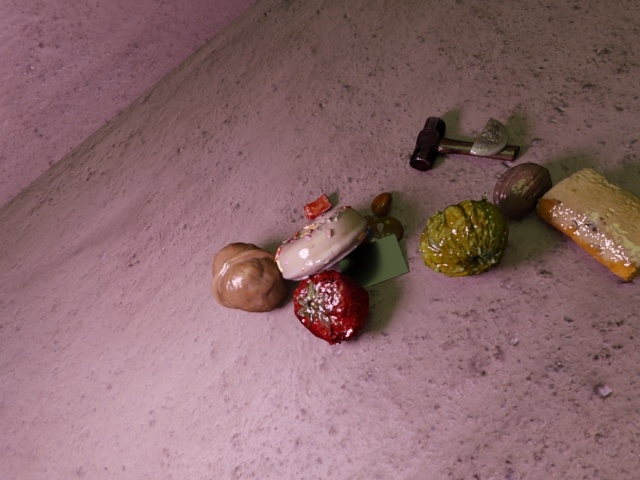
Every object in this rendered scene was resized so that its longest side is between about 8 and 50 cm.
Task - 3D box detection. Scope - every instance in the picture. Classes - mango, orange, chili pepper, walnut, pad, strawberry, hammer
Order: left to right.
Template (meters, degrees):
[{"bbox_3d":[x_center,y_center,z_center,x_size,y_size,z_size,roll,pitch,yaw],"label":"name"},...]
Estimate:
[{"bbox_3d":[-0.282,0.144,1.728,0.285,0.285,0.296,-36,48,-3],"label":"walnut"},{"bbox_3d":[-0.015,-0.141,1.924,0.123,0.073,0.070,-30,12,-2],"label":"chili pepper"},{"bbox_3d":[0.053,0.229,1.589,0.274,0.220,0.274,5,98,39],"label":"strawberry"},{"bbox_3d":[0.196,0.089,1.718,0.245,0.006,0.170,-20,66,8],"label":"pad"},{"bbox_3d":[0.253,-0.153,1.834,0.080,0.060,0.114,13,60,44],"label":"mango"},{"bbox_3d":[0.479,0.003,1.501,0.301,0.300,0.223,-10,46,-7],"label":"orange"},{"bbox_3d":[0.594,-0.373,1.841,0.409,0.095,0.242,13,65,21],"label":"hammer"},{"bbox_3d":[0.715,-0.179,1.610,0.230,0.178,0.178,-41,55,-6],"label":"walnut"}]

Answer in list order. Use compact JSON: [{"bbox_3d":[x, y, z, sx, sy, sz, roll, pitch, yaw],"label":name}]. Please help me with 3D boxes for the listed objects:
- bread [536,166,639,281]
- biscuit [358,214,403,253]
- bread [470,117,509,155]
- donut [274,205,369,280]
[{"bbox_3d":[0.920,-0.060,1.462,0.236,0.165,0.375,-31,53,-6],"label":"bread"},{"bbox_3d":[0.211,-0.029,1.790,0.236,0.039,0.180,-10,56,13],"label":"biscuit"},{"bbox_3d":[0.682,-0.402,1.769,0.112,0.036,0.193,27,71,23],"label":"bread"},{"bbox_3d":[0.000,0.000,1.663,0.383,0.382,0.142,-32,99,5],"label":"donut"}]
